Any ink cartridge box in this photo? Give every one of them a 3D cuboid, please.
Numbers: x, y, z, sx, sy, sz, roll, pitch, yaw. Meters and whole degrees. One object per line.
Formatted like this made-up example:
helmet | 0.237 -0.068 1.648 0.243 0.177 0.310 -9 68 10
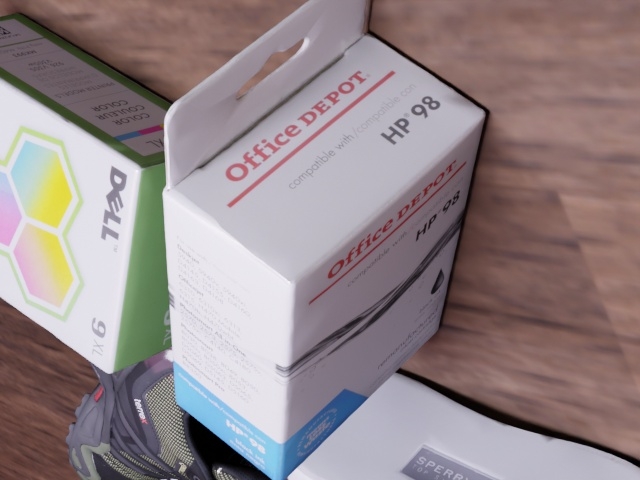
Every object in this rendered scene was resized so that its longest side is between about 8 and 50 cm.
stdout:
ink cartridge box | 0.000 0.000 0.535 0.060 0.104 0.180 37 151 21
ink cartridge box | -0.102 -0.013 0.674 0.209 0.062 0.109 31 124 29

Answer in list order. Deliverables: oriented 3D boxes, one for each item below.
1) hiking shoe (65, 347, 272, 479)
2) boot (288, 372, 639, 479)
hiking shoe | -0.075 0.111 0.802 0.114 0.086 0.227 41 151 20
boot | 0.092 0.148 0.625 0.258 0.095 0.123 28 153 49
